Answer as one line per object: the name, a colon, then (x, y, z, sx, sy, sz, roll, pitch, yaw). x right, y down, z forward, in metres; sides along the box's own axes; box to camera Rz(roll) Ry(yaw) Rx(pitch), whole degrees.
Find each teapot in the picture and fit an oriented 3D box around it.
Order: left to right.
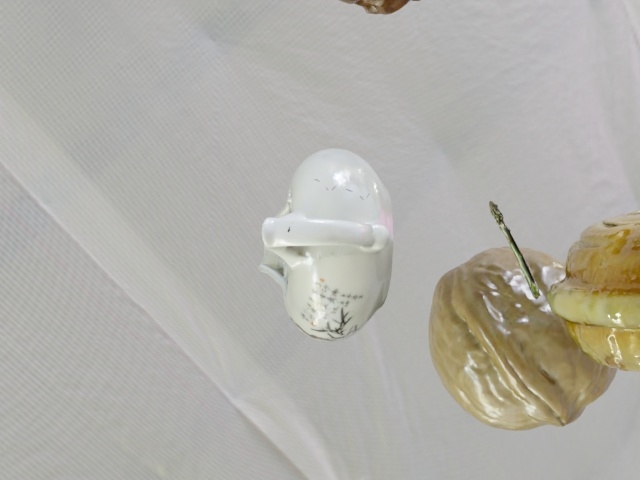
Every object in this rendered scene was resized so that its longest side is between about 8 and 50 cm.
teapot: (0.000, 0.000, 1.072, 0.166, 0.299, 0.208, 12, -97, 5)

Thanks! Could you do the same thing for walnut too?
walnut: (0.317, 0.158, 1.593, 0.277, 0.313, 0.252, -17, -36, -10)

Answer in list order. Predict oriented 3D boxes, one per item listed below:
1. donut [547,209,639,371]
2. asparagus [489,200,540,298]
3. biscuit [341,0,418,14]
donut: (0.516, 0.051, 1.266, 0.449, 0.449, 0.198, -9, -86, -36)
asparagus: (0.252, 0.013, 1.287, 0.016, 0.013, 0.166, -50, -58, -33)
biscuit: (0.092, -0.502, 1.437, 0.395, 0.166, 0.342, 6, -42, -45)
